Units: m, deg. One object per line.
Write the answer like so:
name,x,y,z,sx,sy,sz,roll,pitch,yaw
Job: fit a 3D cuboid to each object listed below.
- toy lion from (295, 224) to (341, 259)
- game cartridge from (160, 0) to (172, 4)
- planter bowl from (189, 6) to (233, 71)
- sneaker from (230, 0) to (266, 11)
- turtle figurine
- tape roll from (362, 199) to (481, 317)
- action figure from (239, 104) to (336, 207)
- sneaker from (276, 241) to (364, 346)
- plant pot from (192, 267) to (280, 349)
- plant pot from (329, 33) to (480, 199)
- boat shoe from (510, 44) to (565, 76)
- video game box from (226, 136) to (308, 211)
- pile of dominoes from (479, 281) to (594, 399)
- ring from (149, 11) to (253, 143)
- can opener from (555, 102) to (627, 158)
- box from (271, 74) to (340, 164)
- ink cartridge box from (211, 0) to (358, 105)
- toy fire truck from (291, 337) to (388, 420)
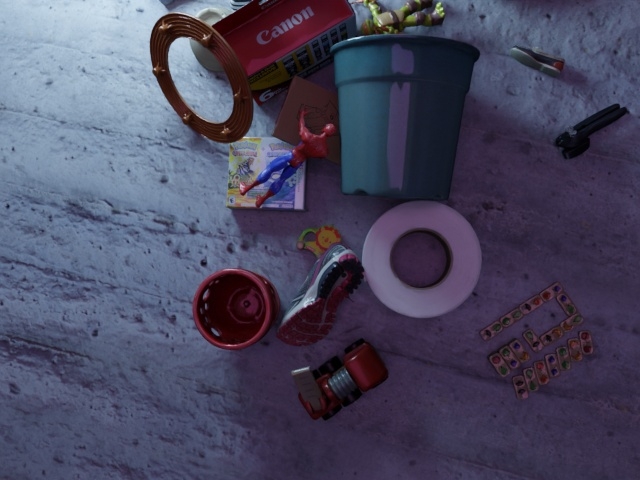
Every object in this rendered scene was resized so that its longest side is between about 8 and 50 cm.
toy lion,0.000,0.000,1.503,0.100,0.034,0.096,29,83,7
game cartridge,-0.320,-0.809,1.567,0.355,0.068,0.230,-29,80,4
planter bowl,-0.270,-0.532,1.519,0.162,0.109,0.162,0,86,6
sneaker,-0.121,-0.656,1.527,0.228,0.086,0.132,-2,65,-9
turtle figurine,0.192,-0.541,1.464,0.217,0.087,0.269,-18,46,-4
tape roll,0.242,0.046,1.439,0.286,0.100,0.286,0,87,6
action figure,-0.073,-0.212,1.425,0.280,0.139,0.091,-33,127,27
sneaker,-0.004,0.141,1.460,0.121,0.112,0.299,30,107,-30
plant pot,-0.198,0.163,1.440,0.191,0.174,0.191,0,87,5
plant pot,0.180,-0.265,1.366,0.341,0.341,0.334,4,96,6
boat shoe,0.539,-0.455,1.463,0.137,0.049,0.043,26,87,4
video game box,-0.135,-0.171,1.517,0.205,0.048,0.187,2,85,6
pile of dominoes,0.532,0.248,1.429,0.251,0.040,0.196,-34,84,4
ring,-0.298,-0.380,1.424,0.336,0.336,0.032,41,54,6
can opener,0.661,-0.279,1.444,0.186,0.073,0.059,-37,45,0
box,-0.004,-0.301,1.484,0.201,0.021,0.164,21,88,-16
ink cartridge box,-0.075,-0.488,1.415,0.309,0.272,0.130,-30,84,4
toy fire truck,0.036,0.323,1.371,0.217,0.246,0.158,-34,85,3
